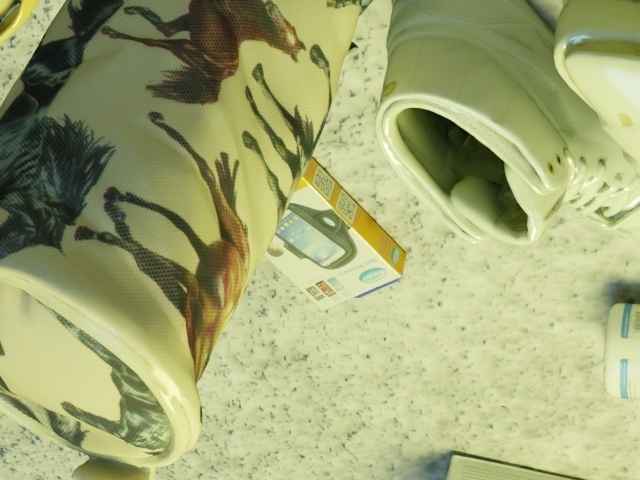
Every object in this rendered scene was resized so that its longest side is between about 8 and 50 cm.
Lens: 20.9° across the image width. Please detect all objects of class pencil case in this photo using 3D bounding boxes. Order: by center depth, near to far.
[{"bbox_3d":[-0.070,-0.070,0.955,0.160,0.410,0.183,-5,138,36],"label":"pencil case"}]

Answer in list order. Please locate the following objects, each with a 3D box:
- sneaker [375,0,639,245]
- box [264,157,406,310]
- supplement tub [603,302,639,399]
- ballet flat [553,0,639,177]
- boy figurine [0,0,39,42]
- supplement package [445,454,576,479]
[{"bbox_3d":[0.149,-0.037,1.097,0.292,0.169,0.108,34,133,-19],"label":"sneaker"},{"bbox_3d":[0.000,0.000,1.283,0.081,0.028,0.136,-25,121,35],"label":"box"},{"bbox_3d":[0.261,0.082,1.254,0.107,0.071,0.071,4,135,15],"label":"supplement tub"},{"bbox_3d":[0.223,-0.163,0.942,0.182,0.164,0.483,3,133,-7],"label":"ballet flat"},{"bbox_3d":[-0.192,-0.235,1.059,0.177,0.092,0.285,23,133,-11],"label":"boy figurine"},{"bbox_3d":[0.183,0.333,1.480,0.204,0.145,0.262,11,136,5],"label":"supplement package"}]
